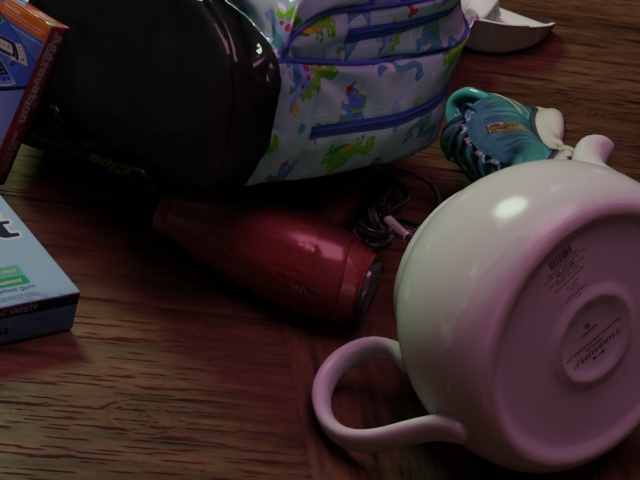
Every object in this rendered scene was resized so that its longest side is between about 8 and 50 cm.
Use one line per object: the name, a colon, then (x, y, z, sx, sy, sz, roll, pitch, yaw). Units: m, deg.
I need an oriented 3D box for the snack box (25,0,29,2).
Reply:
snack box: (-0.400, -0.254, 1.819, 0.322, 0.060, 0.187, 15, 33, -1)

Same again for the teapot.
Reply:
teapot: (0.144, 0.046, 1.482, 0.256, 0.252, 0.187, 4, 15, -40)

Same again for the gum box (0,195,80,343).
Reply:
gum box: (-0.298, 0.013, 1.493, 0.157, 0.041, 0.184, -12, 43, -36)

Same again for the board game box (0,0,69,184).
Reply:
board game box: (-0.340, -0.175, 1.643, 0.281, 0.145, 0.027, 33, 17, 28)

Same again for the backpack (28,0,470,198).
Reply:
backpack: (-0.029, -0.168, 1.658, 0.355, 0.273, 0.290, 10, 16, -48)

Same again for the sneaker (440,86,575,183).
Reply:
sneaker: (0.155, -0.067, 1.720, 0.110, 0.107, 0.275, 26, 17, -8)

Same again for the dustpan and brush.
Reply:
dustpan and brush: (0.160, -0.231, 2.016, 0.147, 0.060, 0.211, 22, 34, 9)

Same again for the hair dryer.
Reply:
hair dryer: (0.000, 0.000, 1.632, 0.294, 0.080, 0.223, 6, 20, -26)

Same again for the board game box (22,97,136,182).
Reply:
board game box: (-0.196, -0.164, 1.730, 0.136, 0.030, 0.259, 18, 44, -19)
